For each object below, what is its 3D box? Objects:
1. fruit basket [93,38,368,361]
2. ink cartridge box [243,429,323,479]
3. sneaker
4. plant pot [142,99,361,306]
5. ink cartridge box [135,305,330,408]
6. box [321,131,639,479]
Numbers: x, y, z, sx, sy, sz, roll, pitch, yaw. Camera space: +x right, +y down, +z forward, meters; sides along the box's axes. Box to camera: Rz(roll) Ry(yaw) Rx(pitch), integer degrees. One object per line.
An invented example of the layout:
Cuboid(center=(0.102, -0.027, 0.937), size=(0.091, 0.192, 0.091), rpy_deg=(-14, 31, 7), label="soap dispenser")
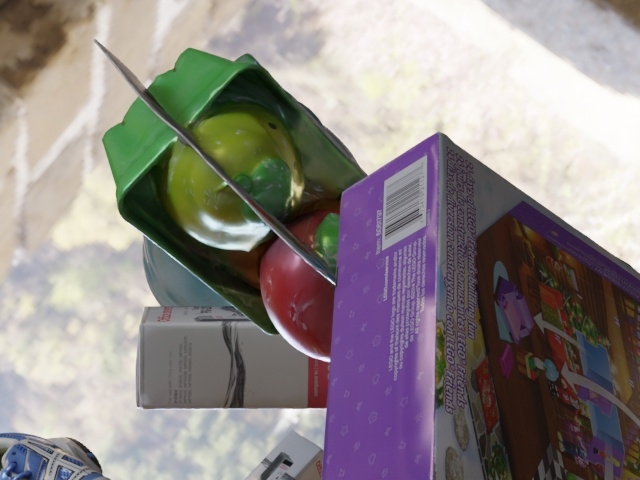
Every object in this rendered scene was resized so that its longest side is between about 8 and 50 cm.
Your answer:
Cuboid(center=(0.000, 0.000, 1.090), size=(0.353, 0.165, 0.327), rpy_deg=(36, 175, 45), label="fruit basket")
Cuboid(center=(-0.051, 0.321, 1.803), size=(0.056, 0.135, 0.099), rpy_deg=(31, 153, 32), label="ink cartridge box")
Cuboid(center=(-0.162, 0.173, 0.882), size=(0.081, 0.080, 0.211), rpy_deg=(21, 177, -36), label="sneaker")
Cuboid(center=(-0.074, -0.049, 1.674), size=(0.293, 0.293, 0.196), rpy_deg=(29, 149, 21), label="plant pot")
Cuboid(center=(-0.080, 0.119, 1.483), size=(0.218, 0.092, 0.158), rpy_deg=(-1, -176, -5), label="ink cartridge box")
Cuboid(center=(0.088, 0.130, 0.486), size=(0.201, 0.293, 0.057), rpy_deg=(32, 135, -30), label="box")
